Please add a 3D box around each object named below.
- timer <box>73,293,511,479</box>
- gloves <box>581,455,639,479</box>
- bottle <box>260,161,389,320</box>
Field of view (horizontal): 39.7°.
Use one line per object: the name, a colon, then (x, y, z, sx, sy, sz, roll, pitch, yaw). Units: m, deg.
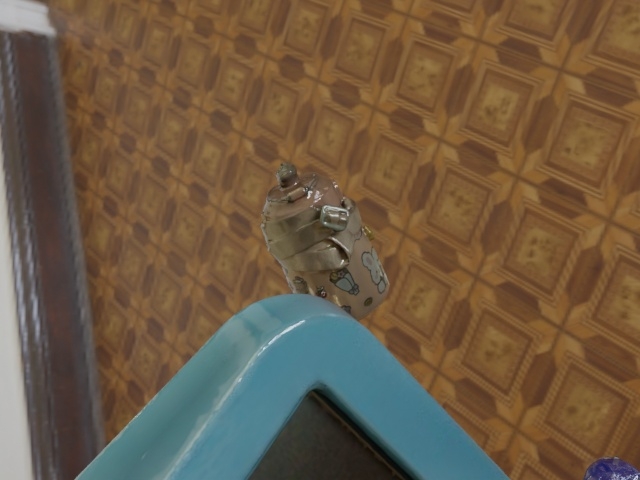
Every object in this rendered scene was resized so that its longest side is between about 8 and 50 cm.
timer: (-0.011, 0.175, 0.347, 0.250, 0.232, 0.091, -49, 26, -10)
gloves: (0.228, 0.205, 0.680, 0.064, 0.086, 0.026, 9, 129, 25)
bottle: (-0.001, 0.000, 0.829, 0.099, 0.099, 0.152, 6, 128, 47)
